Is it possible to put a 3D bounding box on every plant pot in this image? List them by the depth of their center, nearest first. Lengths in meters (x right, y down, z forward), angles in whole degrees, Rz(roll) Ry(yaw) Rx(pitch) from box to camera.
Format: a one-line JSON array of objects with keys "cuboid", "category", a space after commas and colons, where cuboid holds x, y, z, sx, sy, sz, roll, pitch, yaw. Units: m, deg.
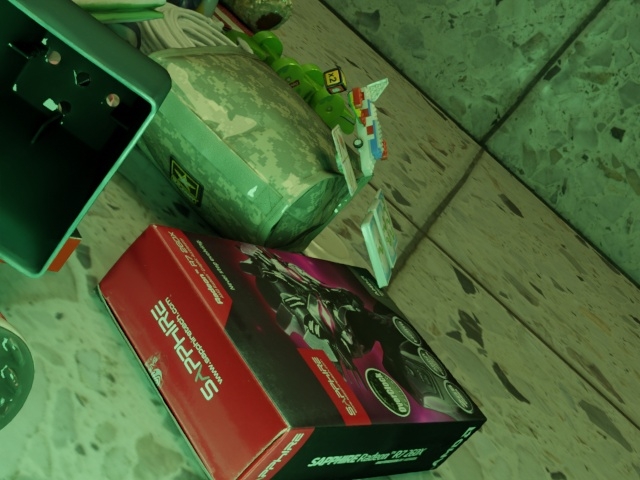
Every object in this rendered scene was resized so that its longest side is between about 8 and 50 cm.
[{"cuboid": [-0.223, -0.113, 0.798, 0.165, 0.166, 0.234, 36, 15, -9], "category": "plant pot"}]

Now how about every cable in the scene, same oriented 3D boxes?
[{"cuboid": [-0.174, -0.250, 1.449, 0.257, 0.089, 0.257, 17, 31, -50], "category": "cable"}]

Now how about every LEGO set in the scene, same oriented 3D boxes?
[{"cuboid": [0.064, -0.089, 1.144, 0.182, 0.060, 0.244, -58, 132, -71], "category": "LEGO set"}]

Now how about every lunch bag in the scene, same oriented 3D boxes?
[{"cuboid": [-0.092, -0.104, 1.154, 0.235, 0.169, 0.287, 46, 14, 9], "category": "lunch bag"}]

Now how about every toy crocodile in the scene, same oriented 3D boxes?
[{"cuboid": [-0.055, -0.273, 1.748, 0.340, 0.105, 0.115, 27, 22, -50], "category": "toy crocodile"}]

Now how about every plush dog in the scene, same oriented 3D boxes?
[{"cuboid": [-0.145, -0.575, 1.933, 0.262, 0.225, 0.211, 30, 18, -29], "category": "plush dog"}]

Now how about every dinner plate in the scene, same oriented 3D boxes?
[{"cuboid": [0.000, 0.000, 1.348, 0.141, 0.017, 0.141, 37, 17, -13], "category": "dinner plate"}]

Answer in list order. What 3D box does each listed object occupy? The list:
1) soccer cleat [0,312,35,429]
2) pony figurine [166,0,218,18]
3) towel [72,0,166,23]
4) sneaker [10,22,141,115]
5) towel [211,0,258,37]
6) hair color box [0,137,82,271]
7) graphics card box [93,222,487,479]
[{"cuboid": [-0.314, 0.033, 0.528, 0.318, 0.109, 0.116, 23, 5, -40], "category": "soccer cleat"}, {"cuboid": [-0.162, -0.491, 1.565, 0.303, 0.363, 0.351, 40, 6, 33], "category": "pony figurine"}, {"cuboid": [-0.358, -0.300, 1.052, 0.324, 0.038, 0.248, 25, 23, 15], "category": "towel"}, {"cuboid": [-0.265, -0.176, 1.069, 0.131, 0.112, 0.319, 41, 26, 4], "category": "sneaker"}, {"cuboid": [-0.251, -0.459, 1.858, 0.237, 0.037, 0.329, 45, 17, 17], "category": "towel"}, {"cuboid": [-0.268, -0.040, 0.846, 0.072, 0.043, 0.141, 14, 32, -51], "category": "hair color box"}, {"cuboid": [-0.011, 0.115, 0.939, 0.371, 0.094, 0.233, 16, 31, -55], "category": "graphics card box"}]
